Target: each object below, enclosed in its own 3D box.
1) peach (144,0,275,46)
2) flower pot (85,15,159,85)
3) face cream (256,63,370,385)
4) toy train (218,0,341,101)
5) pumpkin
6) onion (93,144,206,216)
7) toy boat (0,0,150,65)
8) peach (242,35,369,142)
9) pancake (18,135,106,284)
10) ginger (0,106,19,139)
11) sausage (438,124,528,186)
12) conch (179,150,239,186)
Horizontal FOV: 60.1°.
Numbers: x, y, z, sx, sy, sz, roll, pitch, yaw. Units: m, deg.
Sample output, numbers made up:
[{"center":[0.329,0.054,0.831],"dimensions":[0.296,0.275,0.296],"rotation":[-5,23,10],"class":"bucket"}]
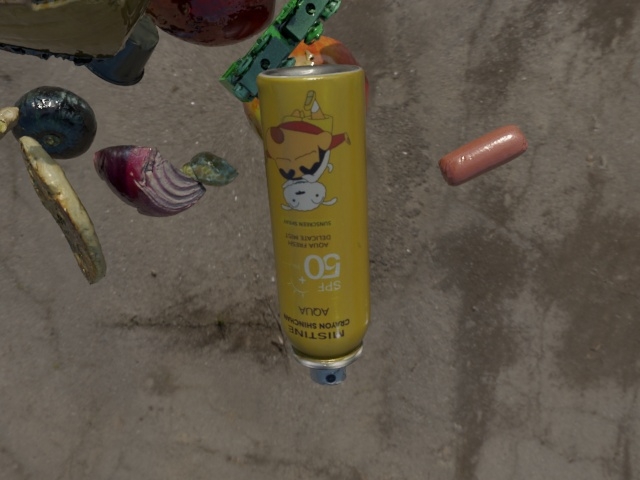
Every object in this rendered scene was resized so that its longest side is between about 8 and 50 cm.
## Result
[{"center":[-0.297,-0.660,1.357],"dimensions":[0.416,0.339,0.354],"rotation":[15,88,-26],"class":"peach"},{"center":[-0.398,-0.403,1.102],"dimensions":[0.106,0.157,0.157],"rotation":[-32,107,33],"class":"flower pot"},{"center":[0.000,0.000,0.587],"dimensions":[0.104,0.105,0.349],"rotation":[-5,113,-5],"class":"face cream"},{"center":[-0.067,-0.335,0.923],"dimensions":[0.085,0.119,0.251],"rotation":[41,85,-26],"class":"toy train"},{"center":[-0.782,-0.342,1.626],"dimensions":[0.232,0.163,0.233],"rotation":[-10,149,-6],"class":"pumpkin"},{"center":[-0.424,-0.117,1.309],"dimensions":[0.247,0.250,0.112],"rotation":[-1,69,28],"class":"onion"},{"center":[-0.239,-0.195,0.352],"dimensions":[0.320,0.121,0.089],"rotation":[21,74,21],"class":"toy boat"},{"center":[-0.039,-0.384,1.487],"dimensions":[0.369,0.370,0.371],"rotation":[-2,104,-6],"class":"peach"},{"center":[-0.557,-0.069,1.199],"dimensions":[0.065,0.356,0.356],"rotation":[-32,107,-24],"class":"pancake"},{"center":[-0.762,-0.250,1.291],"dimensions":[0.069,0.174,0.051],"rotation":[-25,130,30],"class":"ginger"},{"center":[0.284,-0.149,0.968],"dimensions":[0.154,0.062,0.062],"rotation":[-26,105,7],"class":"sausage"},{"center":[-0.343,-0.216,1.717],"dimensions":[0.172,0.116,0.106],"rotation":[22,85,-23],"class":"conch"}]
